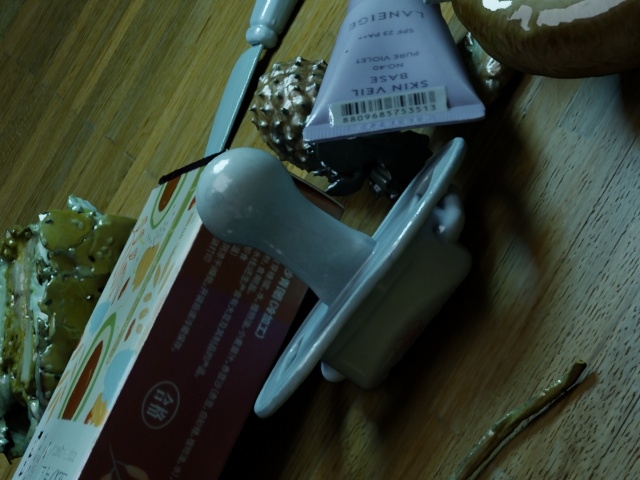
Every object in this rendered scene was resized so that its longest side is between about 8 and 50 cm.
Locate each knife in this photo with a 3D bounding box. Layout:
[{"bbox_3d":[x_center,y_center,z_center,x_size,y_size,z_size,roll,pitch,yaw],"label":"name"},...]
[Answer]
[{"bbox_3d":[-0.085,-0.206,2.277,0.080,0.044,0.331,11,77,65],"label":"knife"}]

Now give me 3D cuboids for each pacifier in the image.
[{"bbox_3d":[0.000,0.000,1.608,0.287,0.226,0.238,-50,8,21],"label":"pacifier"}]

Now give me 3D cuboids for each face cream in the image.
[{"bbox_3d":[0.064,-0.151,1.719,0.274,0.154,0.096,-87,-9,-63],"label":"face cream"}]

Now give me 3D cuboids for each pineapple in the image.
[{"bbox_3d":[0.020,-0.097,1.816,0.119,0.111,0.237,-39,30,-10],"label":"pineapple"}]

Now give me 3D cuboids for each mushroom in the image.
[{"bbox_3d":[0.102,0.175,1.443,0.286,0.028,0.026,-44,-15,34],"label":"mushroom"},{"bbox_3d":[0.223,-0.237,1.508,0.278,0.146,0.278,-26,38,22],"label":"mushroom"}]

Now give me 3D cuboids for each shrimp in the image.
[{"bbox_3d":[0.150,-0.188,1.741,0.091,0.043,0.184,-36,33,51],"label":"shrimp"}]

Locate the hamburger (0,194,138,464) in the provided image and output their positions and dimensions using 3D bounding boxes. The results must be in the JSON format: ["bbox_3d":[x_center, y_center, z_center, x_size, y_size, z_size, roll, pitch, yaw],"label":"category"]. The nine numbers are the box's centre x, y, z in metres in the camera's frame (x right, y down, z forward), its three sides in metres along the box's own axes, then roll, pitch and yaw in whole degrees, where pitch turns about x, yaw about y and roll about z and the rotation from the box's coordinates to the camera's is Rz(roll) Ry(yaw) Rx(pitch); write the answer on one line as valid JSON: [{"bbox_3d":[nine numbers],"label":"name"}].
[{"bbox_3d":[-0.250,0.095,2.090,0.168,0.192,0.288,165,105,-67],"label":"hamburger"}]

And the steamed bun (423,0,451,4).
[{"bbox_3d":[0.136,-0.325,1.720,0.200,0.170,0.225,-18,25,-4],"label":"steamed bun"}]

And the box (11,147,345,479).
[{"bbox_3d":[-0.152,0.120,1.845,0.385,0.122,0.344,-65,13,-10],"label":"box"}]
